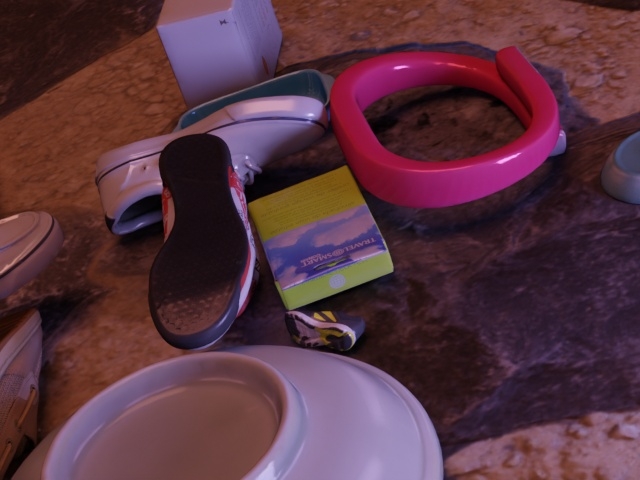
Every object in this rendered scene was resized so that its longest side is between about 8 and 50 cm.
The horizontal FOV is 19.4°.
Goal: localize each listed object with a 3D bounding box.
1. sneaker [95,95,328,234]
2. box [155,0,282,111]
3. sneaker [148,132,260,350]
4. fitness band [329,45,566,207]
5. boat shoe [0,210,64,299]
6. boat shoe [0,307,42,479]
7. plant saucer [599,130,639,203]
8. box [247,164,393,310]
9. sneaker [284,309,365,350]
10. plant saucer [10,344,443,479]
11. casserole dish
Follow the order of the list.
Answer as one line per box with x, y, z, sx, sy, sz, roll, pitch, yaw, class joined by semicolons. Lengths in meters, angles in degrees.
-0.106;-0.069;1.895;0.258;0.094;0.091;-19;64;19;sneaker
-0.111;-0.236;2.109;0.091;0.130;0.170;-11;32;14;box
-0.096;0.037;1.673;0.090;0.145;0.270;-10;40;3;sneaker
0.121;-0.118;1.839;0.209;0.054;0.291;-14;30;-6;fitness band
-0.363;0.027;1.761;0.258;0.084;0.095;-31;32;-23;boat shoe
-0.301;0.154;1.652;0.109;0.098;0.302;-23;18;13;boat shoe
0.314;-0.076;1.723;0.119;0.021;0.119;-14;32;9;plant saucer
0.000;0.000;1.763;0.109;0.042;0.178;-21;31;-1;box
0.005;0.077;1.661;0.083;0.031;0.035;16;32;38;sneaker
-0.107;0.191;1.478;0.400;0.101;0.400;-15;32;10;plant saucer
-0.068;-0.126;2.004;0.188;0.037;0.114;-19;31;1;casserole dish
